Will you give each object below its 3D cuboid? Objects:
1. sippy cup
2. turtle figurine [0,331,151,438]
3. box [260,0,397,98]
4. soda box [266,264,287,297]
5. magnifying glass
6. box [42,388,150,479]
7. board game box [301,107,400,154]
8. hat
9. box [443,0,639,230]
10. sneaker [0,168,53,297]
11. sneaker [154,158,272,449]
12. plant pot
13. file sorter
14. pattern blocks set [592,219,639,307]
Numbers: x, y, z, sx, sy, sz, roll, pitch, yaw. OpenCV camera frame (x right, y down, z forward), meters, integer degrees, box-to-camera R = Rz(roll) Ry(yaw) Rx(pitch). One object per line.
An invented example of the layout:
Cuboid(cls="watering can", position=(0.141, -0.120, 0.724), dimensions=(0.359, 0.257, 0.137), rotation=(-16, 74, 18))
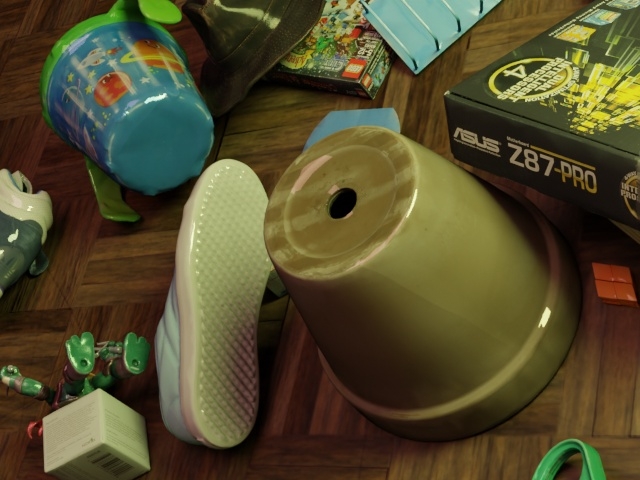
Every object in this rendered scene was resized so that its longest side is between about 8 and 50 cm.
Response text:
Cuboid(cls="sippy cup", position=(-0.269, -0.186, 1.756), dimensions=(0.240, 0.305, 0.224), rotation=(-31, 42, -9))
Cuboid(cls="turtle figurine", position=(-0.331, 0.191, 1.636), dimensions=(0.234, 0.175, 0.118), rotation=(-35, 76, 50))
Cuboid(cls="box", position=(0.017, -0.299, 1.770), dimensions=(0.233, 0.044, 0.159), rotation=(15, 70, 41))
Cuboid(cls="soda box", position=(0.000, 0.000, 1.569), dimensions=(0.183, 0.058, 0.063), rotation=(-29, 48, 16))
Cuboid(cls="magnifying glass", position=(0.259, 0.251, 1.151), dimensions=(0.092, 0.026, 0.231), rotation=(-60, 14, -1))
Cuboid(cls="box", position=(-0.293, 0.266, 1.568), dimensions=(0.102, 0.101, 0.087), rotation=(-28, 48, 18))
Cuboid(cls="board game box", position=(0.046, -0.113, 1.633), dimensions=(0.169, 0.033, 0.133), rotation=(2, 67, 42))
Cuboid(cls="hat", position=(-0.123, -0.351, 1.779), dimensions=(0.331, 0.134, 0.331), rotation=(-39, 30, 27))
Cuboid(cls="box", position=(0.378, -0.164, 1.269), dimensions=(0.395, 0.097, 0.318), rotation=(-32, 40, -26))
Cuboid(cls="sneaker", position=(-0.563, -0.010, 1.949), dimensions=(0.323, 0.130, 0.236), rotation=(4, 53, 42))
Cuboid(cls="sneaker", position=(-0.158, 0.080, 1.532), dimensions=(0.150, 0.135, 0.366), rotation=(-10, 70, 49))
Cuboid(cls="plant pot", position=(0.090, 0.026, 1.333), dimensions=(0.323, 0.280, 0.323), rotation=(-18, 53, 25))
Cuboid(cls="file sorter", position=(0.153, -0.329, 1.618), dimensions=(0.170, 0.104, 0.118), rotation=(-41, 85, 5))
Cuboid(cls="pattern blocks set", position=(0.417, -0.033, 1.315), dimensions=(0.285, 0.026, 0.325), rotation=(-50, 45, -4))
